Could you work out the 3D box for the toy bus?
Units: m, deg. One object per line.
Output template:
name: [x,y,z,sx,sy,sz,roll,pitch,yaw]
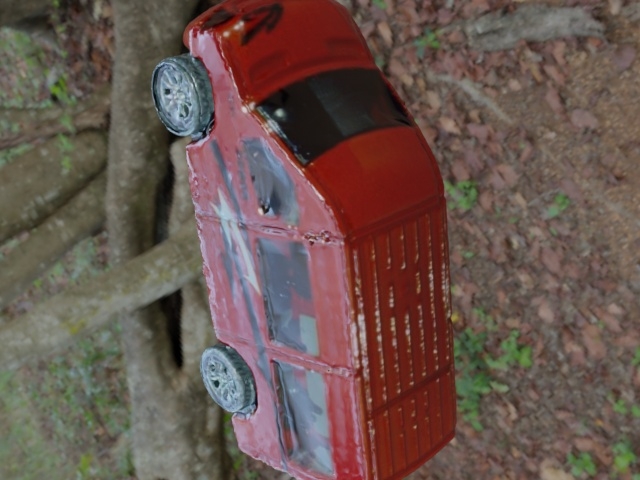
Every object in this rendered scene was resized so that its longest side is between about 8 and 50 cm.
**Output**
toy bus: [0.000,0.000,0.358,0.089,0.081,0.195,15,119,45]
